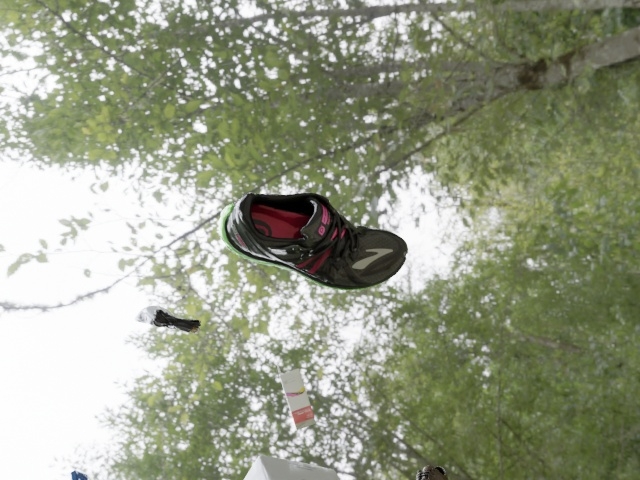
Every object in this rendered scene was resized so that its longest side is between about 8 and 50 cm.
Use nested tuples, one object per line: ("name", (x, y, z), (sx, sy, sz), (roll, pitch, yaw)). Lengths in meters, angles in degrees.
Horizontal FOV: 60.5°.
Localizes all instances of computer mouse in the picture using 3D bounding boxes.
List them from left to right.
("computer mouse", (-0.328, 0.158, 1.134), (0.106, 0.192, 0.042), (19, -103, -37))

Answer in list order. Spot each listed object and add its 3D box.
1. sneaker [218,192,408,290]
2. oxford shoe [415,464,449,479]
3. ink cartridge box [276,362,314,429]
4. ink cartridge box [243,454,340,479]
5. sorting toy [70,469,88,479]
("sneaker", (0.000, 0.000, 1.322), (0.482, 0.202, 0.186), (10, -112, -16))
("oxford shoe", (0.239, 0.577, 1.271), (0.227, 0.082, 0.096), (12, -112, -62))
("ink cartridge box", (-0.077, 0.479, 1.720), (0.115, 0.067, 0.198), (89, 162, -63))
("ink cartridge box", (-0.036, 0.561, 0.962), (0.197, 0.270, 0.198), (27, -81, -33))
("sorting toy", (-0.509, 0.677, 1.181), (0.196, 0.047, 0.348), (88, 158, -71))
